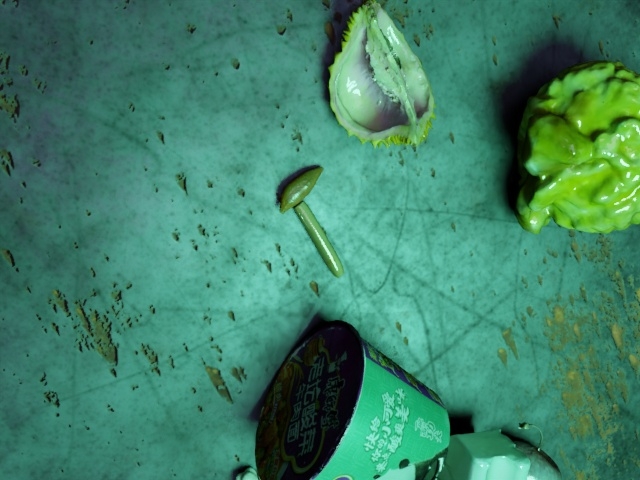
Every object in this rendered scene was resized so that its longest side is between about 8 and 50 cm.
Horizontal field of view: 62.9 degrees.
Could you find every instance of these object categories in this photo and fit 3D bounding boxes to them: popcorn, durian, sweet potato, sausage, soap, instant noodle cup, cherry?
[{"bbox_3d":[0.381,-0.120,0.764,0.251,0.205,0.237,-41,121,16],"label":"popcorn"},{"bbox_3d":[0.092,-0.221,0.728,0.182,0.132,0.165,38,80,-3],"label":"durian"},{"bbox_3d":[-0.031,-0.079,0.780,0.034,0.034,0.095,44,80,-14],"label":"sweet potato"},{"bbox_3d":[0.000,0.000,0.802,0.024,0.024,0.132,-32,102,-3],"label":"sausage"},{"bbox_3d":[0.229,0.440,0.840,0.095,0.173,0.289,6,99,-10],"label":"soap"},{"bbox_3d":[0.051,0.268,0.756,0.190,0.251,0.251,32,93,-22],"label":"instant noodle cup"},{"bbox_3d":[0.316,0.388,0.864,0.148,0.115,0.188,-27,141,27],"label":"cherry"}]

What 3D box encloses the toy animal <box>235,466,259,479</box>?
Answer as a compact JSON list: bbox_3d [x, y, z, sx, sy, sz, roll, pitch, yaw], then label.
[{"bbox_3d":[0.000,0.454,0.818,0.283,0.140,0.138,32,133,-18],"label":"toy animal"}]
